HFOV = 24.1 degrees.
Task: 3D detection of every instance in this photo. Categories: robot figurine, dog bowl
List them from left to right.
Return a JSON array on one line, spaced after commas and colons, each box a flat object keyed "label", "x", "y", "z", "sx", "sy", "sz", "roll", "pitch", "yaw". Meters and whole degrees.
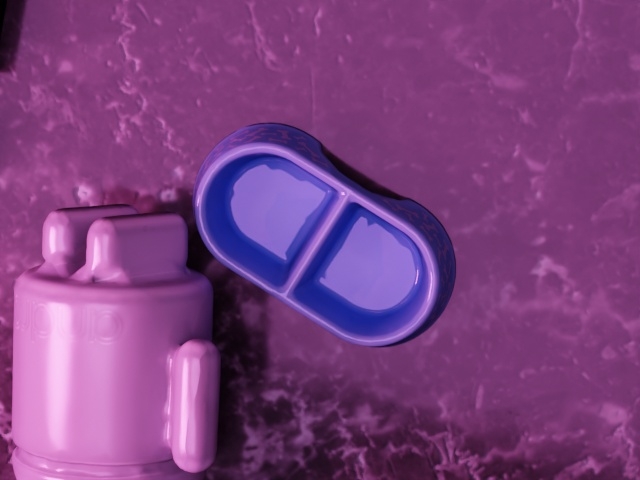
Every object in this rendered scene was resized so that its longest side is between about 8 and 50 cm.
[{"label": "robot figurine", "x": -0.211, "y": 0.144, "z": 1.521, "sx": 0.300, "sy": 0.200, "sz": 0.353, "roll": 10, "pitch": 101, "yaw": 46}, {"label": "dog bowl", "x": 0.000, "y": 0.000, "z": 1.542, "sx": 0.297, "sy": 0.074, "sz": 0.166, "roll": 32, "pitch": 100, "yaw": 0}]

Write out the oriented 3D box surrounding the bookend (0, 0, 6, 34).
[{"label": "bookend", "x": -0.408, "y": -0.263, "z": 1.549, "sx": 0.156, "sy": 0.072, "sz": 0.157, "roll": 12, "pitch": 100, "yaw": 5}]
